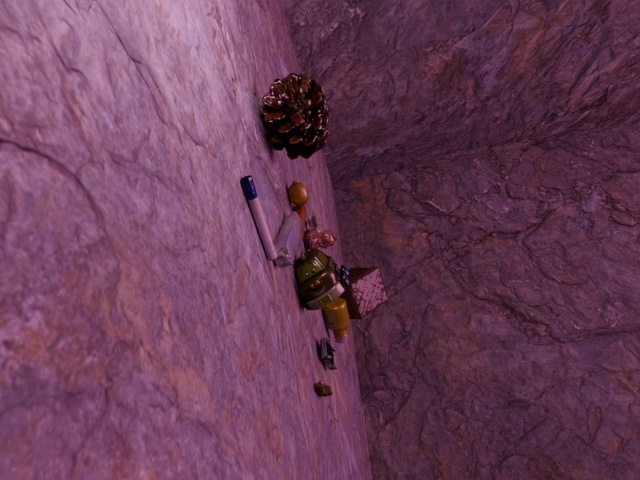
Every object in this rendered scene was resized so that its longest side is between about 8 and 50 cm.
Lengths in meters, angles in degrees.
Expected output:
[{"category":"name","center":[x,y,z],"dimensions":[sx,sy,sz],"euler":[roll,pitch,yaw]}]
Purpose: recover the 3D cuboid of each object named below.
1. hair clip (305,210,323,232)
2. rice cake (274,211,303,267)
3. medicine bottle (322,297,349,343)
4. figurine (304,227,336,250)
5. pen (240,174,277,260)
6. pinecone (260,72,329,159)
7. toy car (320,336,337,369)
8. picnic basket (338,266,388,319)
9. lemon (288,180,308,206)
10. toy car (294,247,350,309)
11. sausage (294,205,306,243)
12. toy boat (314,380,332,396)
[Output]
[{"category":"hair clip","center":[-0.029,-0.068,2.301],"dimensions":[0.218,0.071,0.158],"euler":[73,6,-69]},{"category":"rice cake","center":[-0.108,-0.011,1.552],"dimensions":[0.399,0.064,0.070],"euler":[-82,151,-69]},{"category":"medicine bottle","center":[0.086,0.402,2.245],"dimensions":[0.121,0.122,0.212],"euler":[-80,159,-71]},{"category":"figurine","center":[-0.007,0.002,2.066],"dimensions":[0.114,0.157,0.126],"euler":[-22,107,-61]},{"category":"pen","center":[-0.168,-0.057,1.267],"dimensions":[0.033,0.033,0.268],"euler":[-90,167,-57]},{"category":"pinecone","center":[-0.090,-0.440,1.614],"dimensions":[0.296,0.242,0.298],"euler":[69,6,-70]},{"category":"toy car","center":[0.029,0.483,1.935],"dimensions":[0.204,0.056,0.095],"euler":[65,16,-52]},{"category":"picnic basket","center":[0.162,0.280,2.409],"dimensions":[0.291,0.321,0.253],"euler":[-25,98,-38]},{"category":"lemon","center":[-0.093,-0.196,1.879],"dimensions":[0.082,0.082,0.110],"euler":[-76,150,-74]},{"category":"toy car","center":[-0.016,0.129,1.737],"dimensions":[0.198,0.204,0.248],"euler":[53,13,-14]},{"category":"sausage","center":[-0.089,-0.069,1.834],"dimensions":[0.347,0.054,0.053],"euler":[-88,165,-61]},{"category":"toy boat","center":[0.013,0.560,1.711],"dimensions":[0.149,0.049,0.047],"euler":[68,14,-58]}]
